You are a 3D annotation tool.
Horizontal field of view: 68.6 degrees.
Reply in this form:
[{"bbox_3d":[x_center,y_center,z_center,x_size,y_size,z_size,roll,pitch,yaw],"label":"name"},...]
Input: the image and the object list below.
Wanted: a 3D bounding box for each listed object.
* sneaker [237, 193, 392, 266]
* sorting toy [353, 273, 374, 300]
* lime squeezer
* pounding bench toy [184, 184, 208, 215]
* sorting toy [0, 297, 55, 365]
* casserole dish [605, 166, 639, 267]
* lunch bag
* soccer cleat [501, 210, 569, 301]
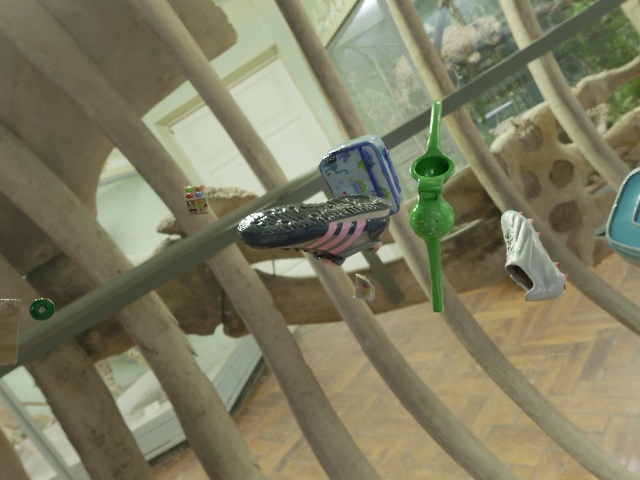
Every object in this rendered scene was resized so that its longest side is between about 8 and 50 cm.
[{"bbox_3d":[0.000,0.000,0.868,0.319,0.131,0.112,-10,28,-30],"label":"sneaker"},{"bbox_3d":[0.146,0.156,1.501,0.045,0.083,0.075,-9,25,-31],"label":"sorting toy"},{"bbox_3d":[0.157,-0.060,0.622,0.059,0.310,0.110,-5,-10,35],"label":"lime squeezer"},{"bbox_3d":[-0.329,-0.120,1.241,0.052,0.065,0.083,-8,50,-7],"label":"pounding bench toy"},{"bbox_3d":[-0.690,0.183,0.937,0.275,0.132,0.046,3,-4,-29],"label":"sorting toy"},{"bbox_3d":[0.347,-0.021,0.435,0.188,0.037,0.114,-148,74,-69],"label":"casserole dish"},{"bbox_3d":[0.112,-0.156,1.225,0.176,0.218,0.090,-12,27,27],"label":"lunch bag"},{"bbox_3d":[0.345,0.020,0.805,0.076,0.068,0.196,-16,45,4],"label":"soccer cleat"}]
